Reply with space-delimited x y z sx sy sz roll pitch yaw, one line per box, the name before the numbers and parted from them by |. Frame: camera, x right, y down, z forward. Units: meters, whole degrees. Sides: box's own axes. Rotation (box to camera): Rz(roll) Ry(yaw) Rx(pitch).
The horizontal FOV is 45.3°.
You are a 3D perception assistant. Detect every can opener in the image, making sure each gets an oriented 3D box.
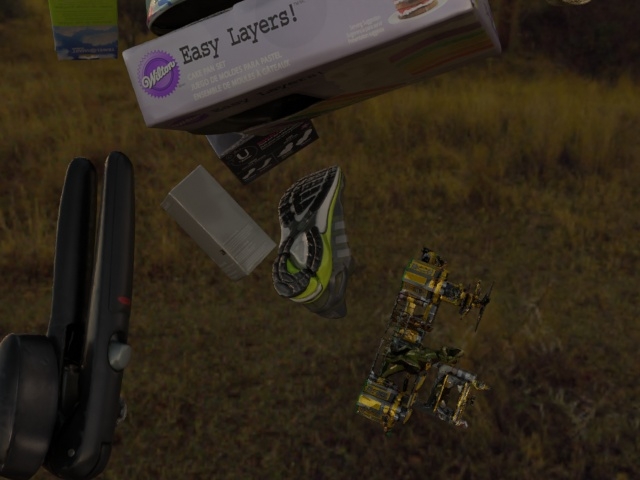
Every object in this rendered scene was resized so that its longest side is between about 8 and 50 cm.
can opener | -0.127 0.036 0.418 0.059 0.186 0.073 3 -21 12

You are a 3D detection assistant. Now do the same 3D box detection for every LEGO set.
LEGO set | 0.211 0.193 1.325 0.192 0.331 0.255 20 -7 15

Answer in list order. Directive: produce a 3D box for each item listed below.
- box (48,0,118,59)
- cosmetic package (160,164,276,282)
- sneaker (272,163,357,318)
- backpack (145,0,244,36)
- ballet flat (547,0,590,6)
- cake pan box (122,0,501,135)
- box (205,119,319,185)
box | -0.396 -0.373 1.288 0.109 0.042 0.178 -5 -22 -16
cosmetic package | -0.219 -0.034 1.629 0.107 0.238 0.127 -49 7 -21
sneaker | 0.000 0.000 1.219 0.111 0.121 0.300 -18 42 28
backpack | -0.079 -0.312 0.847 0.253 0.191 0.225 -18 1 19
ballet flat | 0.329 -0.419 1.152 0.248 0.086 0.086 16 6 -35
cake pan box | 0.006 -0.155 0.637 0.267 0.070 0.246 -16 -1 17
box | -0.138 -0.248 1.272 0.163 0.247 0.142 -33 -17 2
